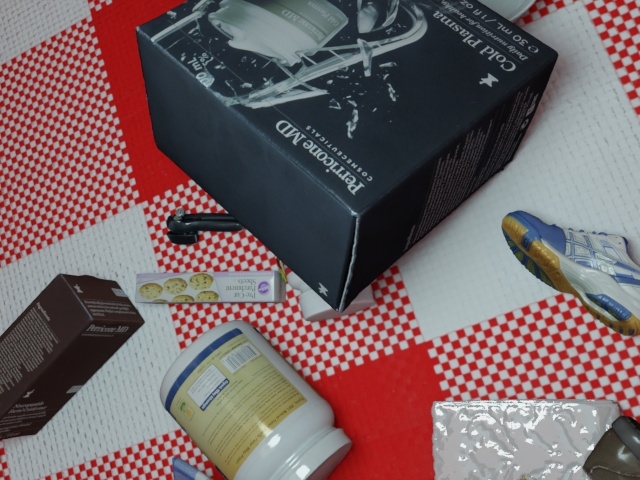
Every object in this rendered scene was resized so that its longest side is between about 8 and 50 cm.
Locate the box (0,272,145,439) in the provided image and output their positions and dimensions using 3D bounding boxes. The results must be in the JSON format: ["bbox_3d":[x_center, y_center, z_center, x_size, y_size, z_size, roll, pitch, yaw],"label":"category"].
[{"bbox_3d":[-0.579,0.250,1.524,0.381,0.191,0.143,-47,70,9],"label":"box"}]

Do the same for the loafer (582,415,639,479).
[{"bbox_3d":[0.546,0.450,1.113,0.130,0.134,0.366,-40,75,15],"label":"loafer"}]

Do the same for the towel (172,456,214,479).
[{"bbox_3d":[-0.161,0.533,1.342,0.285,0.209,0.034,26,48,23],"label":"towel"}]

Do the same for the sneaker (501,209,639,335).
[{"bbox_3d":[0.455,0.030,1.242,0.296,0.112,0.131,40,79,19],"label":"sneaker"}]

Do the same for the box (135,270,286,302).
[{"bbox_3d":[-0.230,0.098,1.486,0.323,0.063,0.067,-1,83,20],"label":"box"}]

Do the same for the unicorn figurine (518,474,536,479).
[{"bbox_3d":[0.350,0.447,1.177,0.162,0.060,0.111,-48,68,25],"label":"unicorn figurine"}]

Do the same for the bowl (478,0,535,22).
[{"bbox_3d":[0.291,-0.501,1.351,0.297,0.134,0.298,-3,81,20],"label":"bowl"}]

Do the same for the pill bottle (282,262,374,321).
[{"bbox_3d":[0.000,0.000,1.365,0.161,0.161,0.283,-18,76,16],"label":"pill bottle"}]

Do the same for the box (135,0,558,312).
[{"bbox_3d":[0.036,-0.230,1.210,0.480,0.297,0.471,41,64,20],"label":"box"}]

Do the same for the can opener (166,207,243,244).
[{"bbox_3d":[-0.243,-0.037,1.524,0.186,0.073,0.059,-6,41,16],"label":"can opener"}]

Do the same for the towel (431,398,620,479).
[{"bbox_3d":[0.353,0.440,1.230,0.316,0.053,0.332,-4,81,20],"label":"towel"}]

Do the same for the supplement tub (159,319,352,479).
[{"bbox_3d":[-0.118,0.325,1.323,0.316,0.228,0.228,43,97,21],"label":"supplement tub"}]

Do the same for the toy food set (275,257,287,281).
[{"bbox_3d":[-0.071,0.038,1.426,0.020,0.083,0.083,-13,121,14],"label":"toy food set"}]
